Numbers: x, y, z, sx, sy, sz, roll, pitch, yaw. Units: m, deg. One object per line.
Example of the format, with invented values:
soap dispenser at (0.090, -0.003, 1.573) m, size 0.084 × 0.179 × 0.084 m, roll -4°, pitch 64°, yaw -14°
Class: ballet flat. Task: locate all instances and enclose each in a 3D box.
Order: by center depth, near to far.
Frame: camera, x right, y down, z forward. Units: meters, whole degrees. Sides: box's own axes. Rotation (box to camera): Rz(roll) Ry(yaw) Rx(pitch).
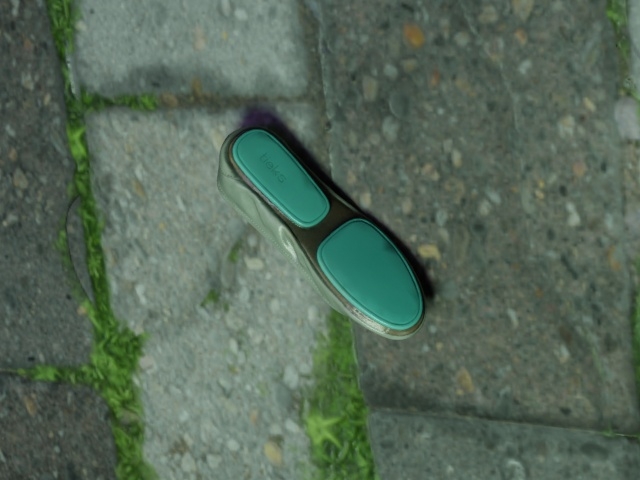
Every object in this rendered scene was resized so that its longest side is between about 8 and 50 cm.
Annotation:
ballet flat at (0.000, 0.000, 1.393) m, size 0.213 × 0.072 × 0.068 m, roll 47°, pitch 152°, yaw 12°
